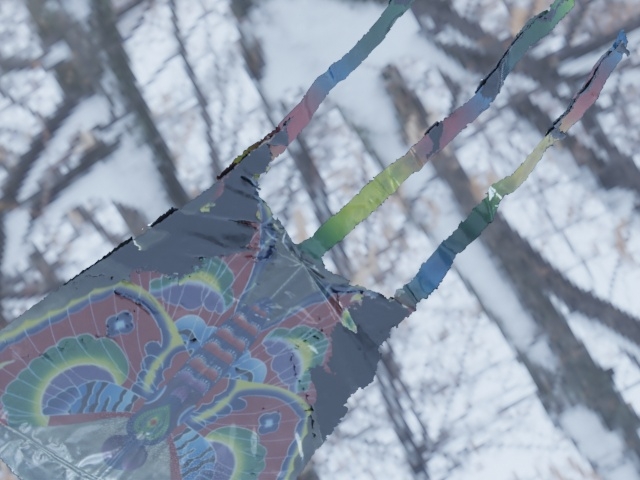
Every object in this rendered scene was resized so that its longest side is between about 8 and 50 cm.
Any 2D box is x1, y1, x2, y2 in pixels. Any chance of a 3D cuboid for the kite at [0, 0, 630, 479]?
[{"bbox_3d":[0.000,0.000,0.575,0.285,0.152,0.015,-48,-145,5],"label":"kite"}]
